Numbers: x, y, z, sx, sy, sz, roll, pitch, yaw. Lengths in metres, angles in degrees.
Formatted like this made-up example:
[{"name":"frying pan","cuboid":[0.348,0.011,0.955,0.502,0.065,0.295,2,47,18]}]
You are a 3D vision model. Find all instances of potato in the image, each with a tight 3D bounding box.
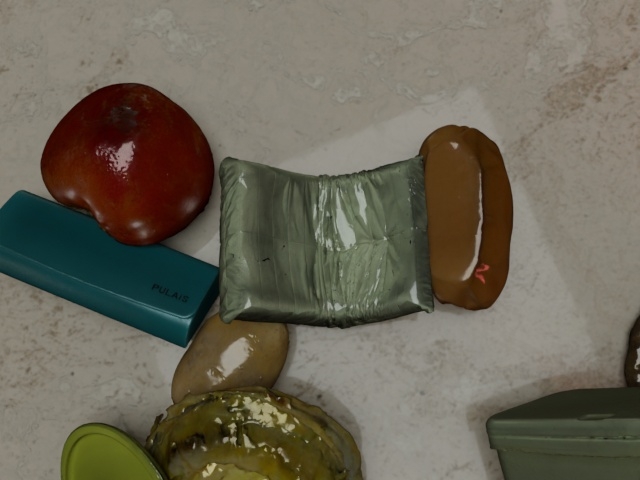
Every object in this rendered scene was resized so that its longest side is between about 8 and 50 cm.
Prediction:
[{"name":"potato","cuboid":[-0.117,0.162,0.949,0.118,0.109,0.178,39,83,-19]}]

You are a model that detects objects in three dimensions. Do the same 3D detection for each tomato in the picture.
[{"name":"tomato","cuboid":[-0.251,-0.119,0.960,0.232,0.140,0.200,27,62,10]}]

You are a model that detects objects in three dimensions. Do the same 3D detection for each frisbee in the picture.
[{"name":"frisbee","cuboid":[-0.245,0.334,0.914,0.235,0.017,0.236,11,110,35]}]

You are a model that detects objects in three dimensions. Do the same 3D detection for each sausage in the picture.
[{"name":"sausage","cuboid":[0.183,-0.031,0.946,0.120,0.136,0.241,-3,85,26]}]

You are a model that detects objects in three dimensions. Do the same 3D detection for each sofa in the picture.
[{"name":"sofa","cuboid":[0.000,0.000,0.890,0.225,0.176,0.210,10,71,-33]}]

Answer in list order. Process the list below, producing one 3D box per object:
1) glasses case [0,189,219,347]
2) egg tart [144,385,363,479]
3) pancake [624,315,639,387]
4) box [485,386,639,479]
[{"name":"glasses case","cuboid":[-0.285,0.030,0.973,0.300,0.070,0.117,22,45,5]},{"name":"egg tart","cuboid":[-0.082,0.295,0.886,0.278,0.095,0.279,1,114,3]},{"name":"pancake","cuboid":[0.535,0.161,0.946,0.288,0.033,0.286,-3,81,3]},{"name":"box","cuboid":[0.380,0.333,0.773,0.177,0.352,0.344,-11,83,-32]}]
